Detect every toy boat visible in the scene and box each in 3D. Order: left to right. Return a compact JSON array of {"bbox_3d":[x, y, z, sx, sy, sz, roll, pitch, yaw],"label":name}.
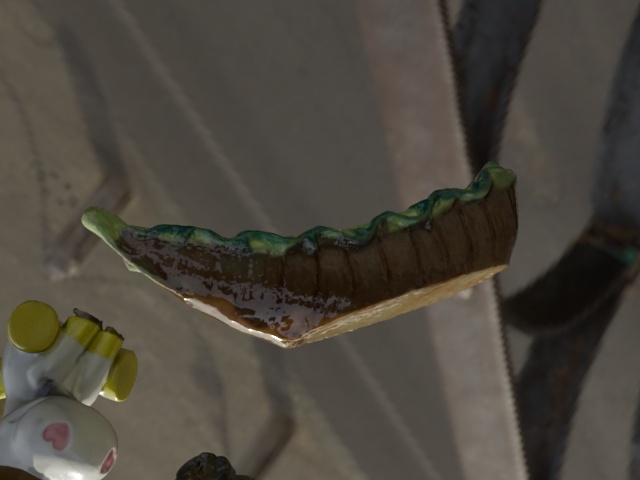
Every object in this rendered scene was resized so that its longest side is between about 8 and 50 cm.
[{"bbox_3d":[0.001,0.011,1.105,0.108,0.293,0.099,-41,62,55],"label":"toy boat"}]

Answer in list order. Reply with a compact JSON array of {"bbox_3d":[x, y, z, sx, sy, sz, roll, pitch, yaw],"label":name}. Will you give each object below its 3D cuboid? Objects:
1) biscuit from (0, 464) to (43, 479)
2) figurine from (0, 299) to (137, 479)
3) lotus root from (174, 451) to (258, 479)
[{"bbox_3d":[-0.067,0.271,0.509,0.394,0.368,0.076,18,154,15],"label":"biscuit"},{"bbox_3d":[-0.190,0.131,1.231,0.130,0.178,0.109,-25,140,28],"label":"figurine"},{"bbox_3d":[-0.046,0.205,1.095,0.077,0.090,0.183,-14,115,18],"label":"lotus root"}]
